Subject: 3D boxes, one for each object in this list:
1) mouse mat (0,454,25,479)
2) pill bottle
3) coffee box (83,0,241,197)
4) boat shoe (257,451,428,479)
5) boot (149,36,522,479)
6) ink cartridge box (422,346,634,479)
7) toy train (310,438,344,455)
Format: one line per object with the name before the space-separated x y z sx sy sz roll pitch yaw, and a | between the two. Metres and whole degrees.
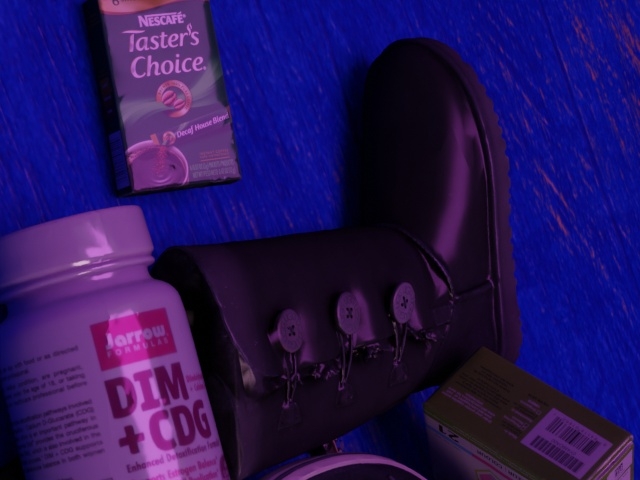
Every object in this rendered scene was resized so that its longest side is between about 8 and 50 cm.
mouse mat | -0.224 0.248 1.566 0.190 0.007 0.152 -37 108 -48
pill bottle | -0.174 0.124 1.529 0.160 0.160 0.283 -12 85 -50
coffee box | -0.142 -0.136 1.702 0.113 0.040 0.184 -8 86 -26
boat shoe | 0.101 0.327 1.774 0.500 0.156 0.187 28 90 -43
boot | 0.001 0.002 1.798 0.445 0.146 0.367 -14 89 -45
ink cartridge box | 0.210 0.254 1.877 0.097 0.189 0.255 -41 144 -27
toy train | 0.026 0.248 1.836 0.036 0.027 0.158 -34 107 -51
